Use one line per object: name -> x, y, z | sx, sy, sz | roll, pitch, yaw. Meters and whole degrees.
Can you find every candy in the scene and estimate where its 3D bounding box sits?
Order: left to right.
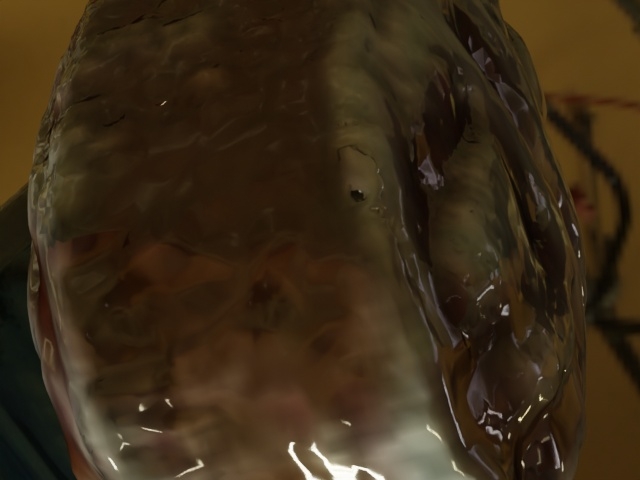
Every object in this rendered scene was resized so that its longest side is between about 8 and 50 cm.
candy -> 0.000, 0.000, 0.622 | 0.157, 0.214, 0.289 | -14, -153, 12

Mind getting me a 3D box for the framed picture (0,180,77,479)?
framed picture -> -0.039, 0.127, 0.703 | 0.024, 0.315, 0.232 | -24, -163, 47
